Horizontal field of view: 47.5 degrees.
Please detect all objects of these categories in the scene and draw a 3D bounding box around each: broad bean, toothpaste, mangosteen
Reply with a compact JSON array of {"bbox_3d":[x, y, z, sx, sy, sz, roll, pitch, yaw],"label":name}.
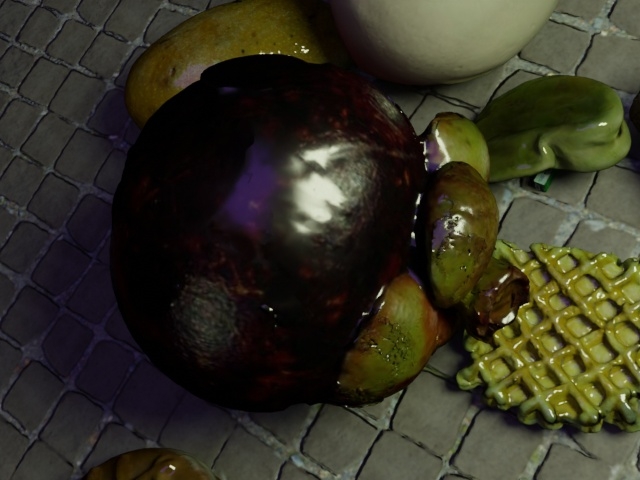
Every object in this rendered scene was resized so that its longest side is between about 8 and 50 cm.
[{"bbox_3d":[0.259,-0.133,0.870,0.207,0.072,0.153,0,52,34],"label":"broad bean"},{"bbox_3d":[0.289,-0.100,0.895,0.017,0.020,0.083,27,80,28],"label":"toothpaste"},{"bbox_3d":[-0.013,-0.019,0.770,0.421,0.381,0.381,-11,66,15],"label":"mangosteen"}]

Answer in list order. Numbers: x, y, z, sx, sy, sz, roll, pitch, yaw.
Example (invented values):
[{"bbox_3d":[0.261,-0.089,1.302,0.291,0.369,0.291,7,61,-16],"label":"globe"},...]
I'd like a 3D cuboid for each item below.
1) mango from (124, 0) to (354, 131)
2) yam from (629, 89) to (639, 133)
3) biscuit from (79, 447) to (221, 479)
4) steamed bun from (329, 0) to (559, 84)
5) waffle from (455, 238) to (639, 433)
[{"bbox_3d":[-0.115,-0.244,1.013,0.329,0.175,0.176,-33,107,4],"label":"mango"},{"bbox_3d":[0.451,-0.070,0.771,0.131,0.131,0.279,-31,61,5],"label":"yam"},{"bbox_3d":[-0.204,0.390,0.788,0.332,0.103,0.332,-19,54,29],"label":"biscuit"},{"bbox_3d":[0.134,-0.321,0.910,0.309,0.309,0.309,-7,68,16],"label":"steamed bun"},{"bbox_3d":[0.267,0.107,0.803,0.223,0.054,0.204,8,73,23],"label":"waffle"}]
